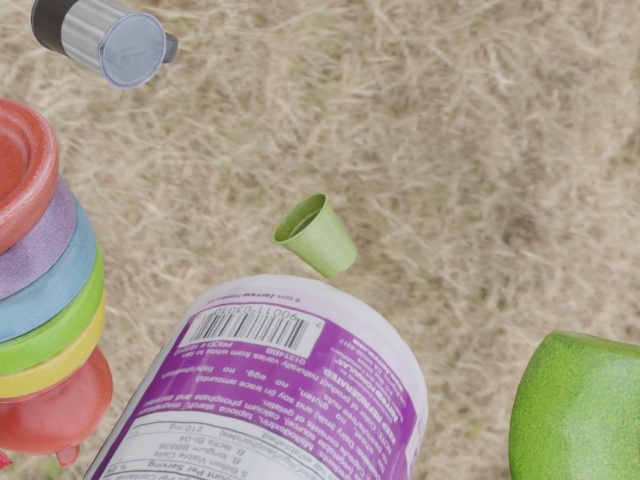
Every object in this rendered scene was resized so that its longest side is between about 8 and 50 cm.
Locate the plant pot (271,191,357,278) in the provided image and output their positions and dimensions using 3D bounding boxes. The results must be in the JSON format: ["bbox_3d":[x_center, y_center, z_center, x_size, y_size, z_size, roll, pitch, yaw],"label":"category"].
[{"bbox_3d":[0.000,0.000,1.534,0.083,0.083,0.079,-48,113,-12],"label":"plant pot"}]

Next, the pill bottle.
[{"bbox_3d":[-0.054,0.167,0.705,0.169,0.169,0.301,60,33,-25],"label":"pill bottle"}]

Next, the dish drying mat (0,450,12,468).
[{"bbox_3d":[-0.271,0.171,0.978,0.083,0.008,0.032,-23,132,13],"label":"dish drying mat"}]

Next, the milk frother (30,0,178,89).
[{"bbox_3d":[-0.218,-0.253,1.402,0.129,0.135,0.143,-22,129,-38],"label":"milk frother"}]

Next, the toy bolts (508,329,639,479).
[{"bbox_3d":[0.197,0.129,0.438,0.228,0.158,0.218,-3,101,-28],"label":"toy bolts"}]

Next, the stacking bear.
[{"bbox_3d":[-0.234,0.051,0.975,0.164,0.175,0.289,-18,136,-7],"label":"stacking bear"}]
